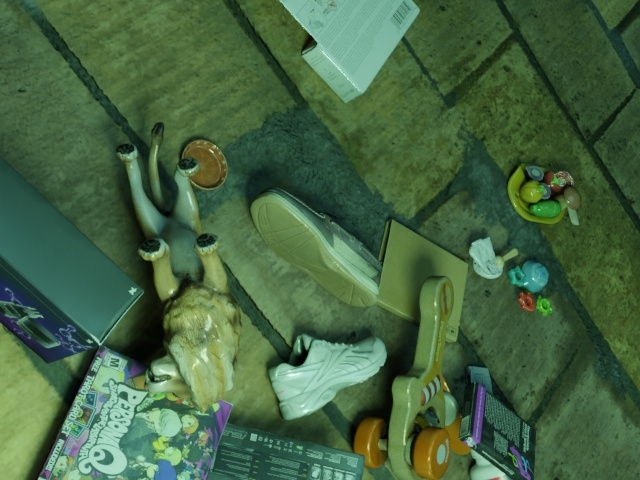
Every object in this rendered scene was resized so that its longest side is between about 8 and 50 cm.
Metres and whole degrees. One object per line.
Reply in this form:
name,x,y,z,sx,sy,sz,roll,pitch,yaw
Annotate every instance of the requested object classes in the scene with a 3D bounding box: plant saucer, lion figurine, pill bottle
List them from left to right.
lion figurine,-0.195,0.032,1.361,0.142,0.240,0.392,-10,45,-2
plant saucer,-0.187,-0.120,1.539,0.083,0.013,0.083,13,67,-34
pill bottle,0.325,0.432,1.701,0.108,0.108,0.180,-13,83,-40

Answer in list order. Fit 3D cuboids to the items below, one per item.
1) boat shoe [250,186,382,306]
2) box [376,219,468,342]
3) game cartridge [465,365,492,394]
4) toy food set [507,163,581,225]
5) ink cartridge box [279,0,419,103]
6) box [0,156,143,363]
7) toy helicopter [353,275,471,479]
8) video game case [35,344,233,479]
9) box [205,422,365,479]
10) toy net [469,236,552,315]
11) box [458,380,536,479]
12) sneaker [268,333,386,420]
boat shoe,0.000,0.000,1.596,0.285,0.103,0.092,41,49,-25
box,0.186,0.075,1.765,0.201,0.021,0.164,29,60,-28
game cartridge,0.296,0.277,1.790,0.056,0.017,0.083,11,69,-32
toy food set,0.493,-0.105,2.033,0.218,0.071,0.128,5,73,-37
ink cartridge box,0.043,-0.430,1.793,0.239,0.060,0.275,45,54,-17
box,-0.382,0.027,1.226,0.261,0.184,0.103,46,52,-17
toy helicopter,0.189,0.237,1.633,0.235,0.140,0.355,26,71,-55
video game case,-0.253,0.287,1.306,0.210,0.042,0.232,28,59,-13
box,-0.064,0.378,1.385,0.233,0.059,0.183,13,63,-5
toy net,0.366,0.071,1.897,0.232,0.045,0.122,21,65,-30
box,0.304,0.330,1.637,0.162,0.029,0.116,38,40,-18
sneaker,0.013,0.192,1.549,0.232,0.090,0.115,-26,89,-41
